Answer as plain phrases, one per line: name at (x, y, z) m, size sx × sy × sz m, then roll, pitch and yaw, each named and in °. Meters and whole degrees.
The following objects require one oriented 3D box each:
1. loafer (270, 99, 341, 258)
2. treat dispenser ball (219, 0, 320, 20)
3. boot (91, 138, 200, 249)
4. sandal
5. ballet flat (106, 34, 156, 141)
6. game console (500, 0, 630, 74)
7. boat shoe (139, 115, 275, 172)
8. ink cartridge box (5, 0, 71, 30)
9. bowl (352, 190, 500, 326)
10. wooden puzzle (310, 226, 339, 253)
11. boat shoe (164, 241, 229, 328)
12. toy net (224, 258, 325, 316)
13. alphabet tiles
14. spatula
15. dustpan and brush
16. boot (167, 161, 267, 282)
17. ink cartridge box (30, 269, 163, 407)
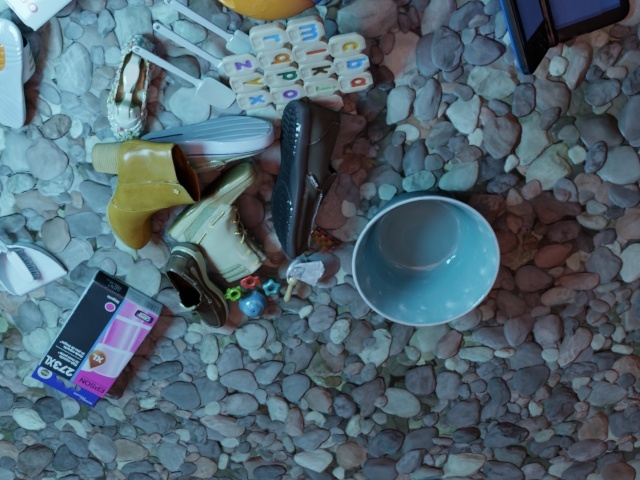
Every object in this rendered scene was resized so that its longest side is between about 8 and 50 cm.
loafer at (-0.019, -0.119, 1.808) m, size 0.130 × 0.134 × 0.365 m, roll -5°, pitch 126°, yaw -21°
treat dispenser ball at (-0.090, -0.539, 1.516) m, size 0.288 × 0.288 × 0.288 m, roll 0°, pitch 116°, yaw 0°
boot at (-0.346, -0.084, 1.792) m, size 0.211 × 0.104 × 0.295 m, roll 7°, pitch 134°, yaw 21°
sandal at (-0.633, -0.351, 1.741) m, size 0.102 × 0.076 × 0.265 m, roll 22°, pitch 136°, yaw 6°
ballet flat at (-0.395, -0.303, 1.753) m, size 0.091 × 0.077 × 0.241 m, roll 11°, pitch 117°, yaw -6°
game console at (0.450, -0.498, 1.603) m, size 0.173 × 0.250 × 0.293 m, roll -6°, pitch 119°, yaw 33°
boat shoe at (-0.237, -0.193, 1.804) m, size 0.302 × 0.109 × 0.094 m, roll -4°, pitch 129°, yaw 14°
ink cartridge box at (-0.486, -0.580, 1.587) m, size 0.306 × 0.131 × 0.226 m, roll -32°, pitch 113°, yaw 17°
bowl at (0.223, 0.014, 1.857) m, size 0.312 × 0.163 × 0.311 m, roll 1°, pitch 116°, yaw 1°
wooden puzzle at (0.000, 0.000, 1.938) m, size 0.083 × 0.006 × 0.049 m, roll 35°, pitch 112°, yaw -16°
boat shoe at (-0.287, 0.123, 1.921) m, size 0.095 × 0.095 × 0.257 m, roll 2°, pitch 136°, yaw 27°
toy net at (-0.102, 0.092, 1.960) m, size 0.232 × 0.045 × 0.122 m, roll -31°, pitch 121°, yaw 10°
alphabet tiles at (-0.042, -0.333, 1.679) m, size 0.278 × 0.021 × 0.284 m, roll -9°, pitch 152°, yaw 6°
spatula at (-0.242, -0.373, 1.708) m, size 0.242 × 0.019 × 0.168 m, roll 24°, pitch 120°, yaw -35°
dustpan and brush at (-0.695, 0.034, 1.932) m, size 0.147 × 0.060 × 0.211 m, roll -24°, pitch 114°, yaw 12°
boot at (-0.182, -0.034, 1.870) m, size 0.262 × 0.095 × 0.203 m, roll -39°, pitch 109°, yaw 25°
ink cartridge box at (-0.545, 0.254, 2.042) m, size 0.176 × 0.069 × 0.371 m, roll 31°, pitch 115°, yaw -14°
